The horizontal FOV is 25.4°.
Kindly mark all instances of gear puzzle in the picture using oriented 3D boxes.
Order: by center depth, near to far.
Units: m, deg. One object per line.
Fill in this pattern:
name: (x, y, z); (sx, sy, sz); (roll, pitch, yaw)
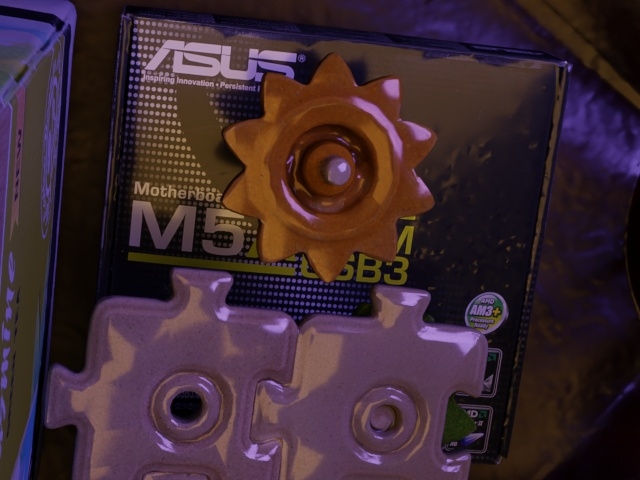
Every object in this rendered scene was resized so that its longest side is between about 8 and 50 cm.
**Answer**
gear puzzle: (-0.026, 0.093, 0.563); (0.175, 0.044, 0.339); (5, 98, -16)

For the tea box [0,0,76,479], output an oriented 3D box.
tea box: (-0.256, 0.022, 0.448); (0.329, 0.323, 0.220); (6, 104, -8)

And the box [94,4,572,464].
box: (0.000, 0.000, 0.614); (0.190, 0.045, 0.184); (6, 106, -8)
